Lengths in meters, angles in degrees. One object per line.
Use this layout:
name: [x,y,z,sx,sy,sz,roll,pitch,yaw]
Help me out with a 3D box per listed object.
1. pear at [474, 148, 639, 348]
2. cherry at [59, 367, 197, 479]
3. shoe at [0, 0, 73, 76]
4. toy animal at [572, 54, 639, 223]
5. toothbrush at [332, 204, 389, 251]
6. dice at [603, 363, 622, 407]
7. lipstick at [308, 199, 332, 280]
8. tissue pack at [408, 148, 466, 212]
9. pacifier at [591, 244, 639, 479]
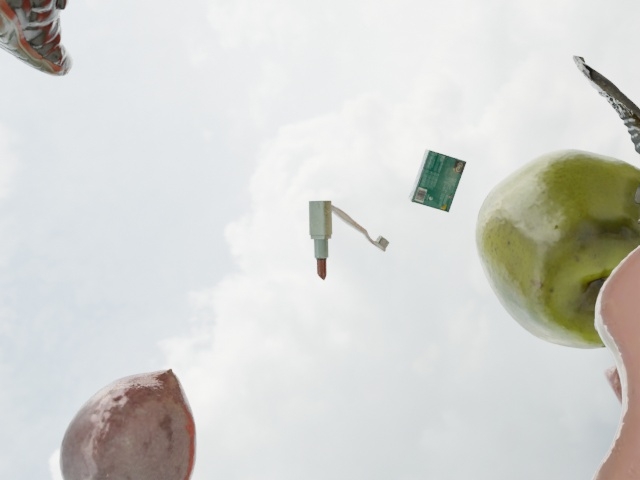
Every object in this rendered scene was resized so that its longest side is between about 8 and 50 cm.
pear: [0.358,0.009,1.084,0.294,0.294,0.294,-7,-80,-46]
cherry: [-0.321,0.342,1.318,0.206,0.239,0.239,-18,-72,-52]
shoe: [-0.423,-0.337,1.114,0.137,0.114,0.291,-56,-8,-8]
toy animal: [0.396,-0.086,0.840,0.197,0.272,0.160,-60,-21,-64]
toothbrush: [0.085,-0.030,1.690,0.030,0.025,0.307,-57,-32,0]
dice: [0.462,0.205,1.103,0.093,0.094,0.091,66,-167,18]
lipstick: [0.001,0.000,1.258,0.030,0.030,0.129,-4,-87,-63]
tissue pack: [0.236,-0.124,1.598,0.085,0.079,0.111,17,-80,-5]
pacifier: [0.275,0.103,0.432,0.273,0.220,0.332,110,-179,-48]
